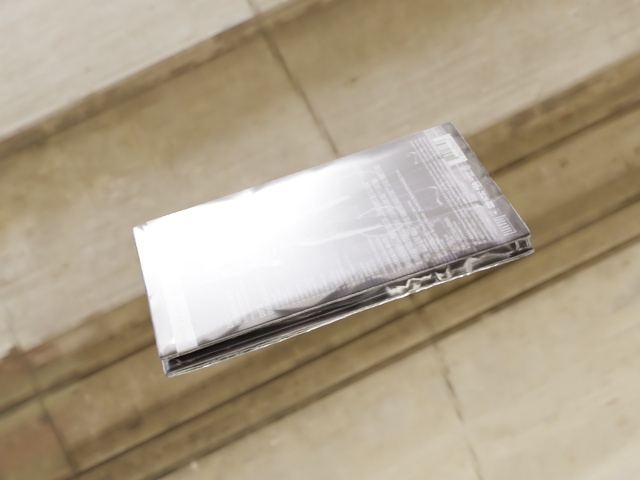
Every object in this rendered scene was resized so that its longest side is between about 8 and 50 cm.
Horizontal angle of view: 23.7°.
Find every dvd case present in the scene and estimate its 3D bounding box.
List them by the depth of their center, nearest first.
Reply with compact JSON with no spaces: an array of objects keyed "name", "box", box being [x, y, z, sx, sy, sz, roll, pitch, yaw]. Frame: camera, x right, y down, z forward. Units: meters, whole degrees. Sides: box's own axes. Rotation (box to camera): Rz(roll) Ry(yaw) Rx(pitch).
[{"name":"dvd case","box":[0.000,0.000,0.925,0.164,0.221,0.018,-114,-173,-60]}]
